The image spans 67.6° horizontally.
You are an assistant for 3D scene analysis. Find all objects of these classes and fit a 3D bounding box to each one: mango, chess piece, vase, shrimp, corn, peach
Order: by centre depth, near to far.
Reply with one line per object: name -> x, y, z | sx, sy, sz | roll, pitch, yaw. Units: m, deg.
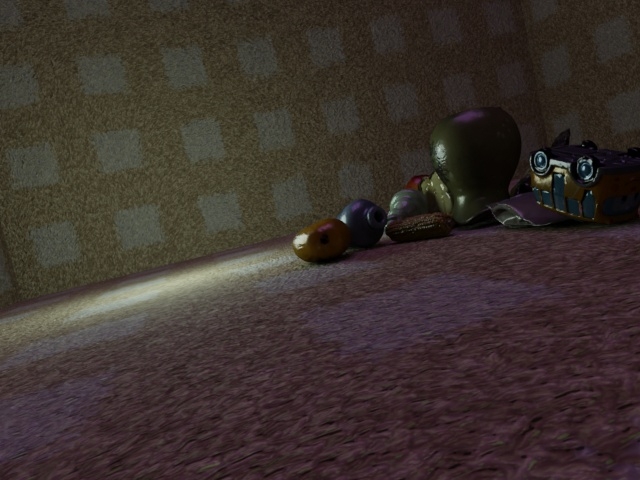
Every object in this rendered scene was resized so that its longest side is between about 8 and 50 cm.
corn -> 0.262, -0.035, 1.277 | 0.068, 0.068, 0.207 | -17, 7, -43
mango -> 0.002, 0.005, 1.323 | 0.157, 0.108, 0.262 | -24, 1, -8
vase -> 0.434, -0.197, 1.359 | 0.241, 0.302, 0.329 | -9, -1, 1
shrimp -> 0.648, -0.196, 1.396 | 0.272, 0.085, 0.445 | -61, -13, 28
chess piece -> 0.269, -0.079, 1.609 | 0.139, 0.139, 0.272 | -11, 15, 31
peach -> 0.397, -0.171, 1.884 | 0.190, 0.190, 0.192 | -14, 23, -16

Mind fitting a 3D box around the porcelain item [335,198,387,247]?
porcelain item -> 0.095, -0.037, 1.428 | 0.141, 0.141, 0.259 | -16, -5, -36

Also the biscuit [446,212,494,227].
biscuit -> 0.376, -0.059, 1.446 | 0.289, 0.044, 0.202 | -15, 4, 2

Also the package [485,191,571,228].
package -> 0.519, -0.069, 1.057 | 0.204, 0.062, 0.251 | -13, 17, -7

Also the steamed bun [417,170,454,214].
steamed bun -> 0.440, -0.162, 1.669 | 0.106, 0.192, 0.177 | -16, -16, -20

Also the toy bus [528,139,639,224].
toy bus -> 0.496, -0.107, 0.893 | 0.126, 0.136, 0.209 | -11, 20, -15
